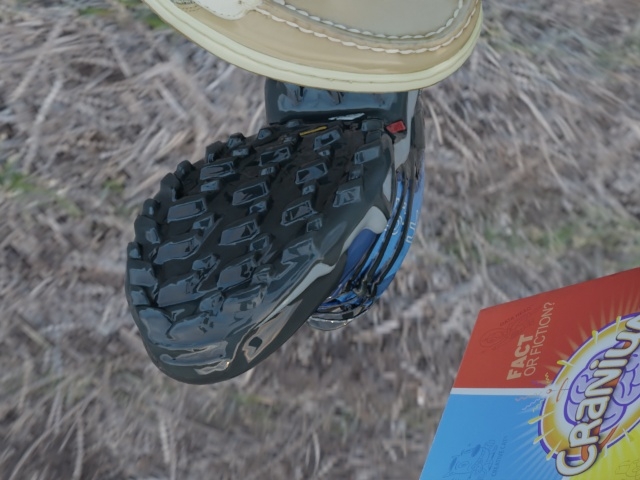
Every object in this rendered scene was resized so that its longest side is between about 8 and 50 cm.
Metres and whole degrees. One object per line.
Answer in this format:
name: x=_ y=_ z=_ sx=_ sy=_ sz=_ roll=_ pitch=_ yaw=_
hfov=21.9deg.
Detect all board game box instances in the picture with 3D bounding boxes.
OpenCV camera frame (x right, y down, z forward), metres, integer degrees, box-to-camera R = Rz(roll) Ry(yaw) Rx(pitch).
board game box: x=0.225 y=0.116 z=1.142 sx=0.316 sy=0.242 sz=0.064 roll=-18 pitch=122 yaw=36

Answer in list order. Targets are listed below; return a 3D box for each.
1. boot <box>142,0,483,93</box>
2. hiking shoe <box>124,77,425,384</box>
boot: x=-0.031 y=-0.143 z=0.553 sx=0.213 sy=0.165 sz=0.077 roll=27 pitch=62 yaw=4
hiking shoe: x=0.000 y=0.000 z=0.837 sx=0.113 sy=0.304 sz=0.132 roll=1 pitch=118 yaw=22
